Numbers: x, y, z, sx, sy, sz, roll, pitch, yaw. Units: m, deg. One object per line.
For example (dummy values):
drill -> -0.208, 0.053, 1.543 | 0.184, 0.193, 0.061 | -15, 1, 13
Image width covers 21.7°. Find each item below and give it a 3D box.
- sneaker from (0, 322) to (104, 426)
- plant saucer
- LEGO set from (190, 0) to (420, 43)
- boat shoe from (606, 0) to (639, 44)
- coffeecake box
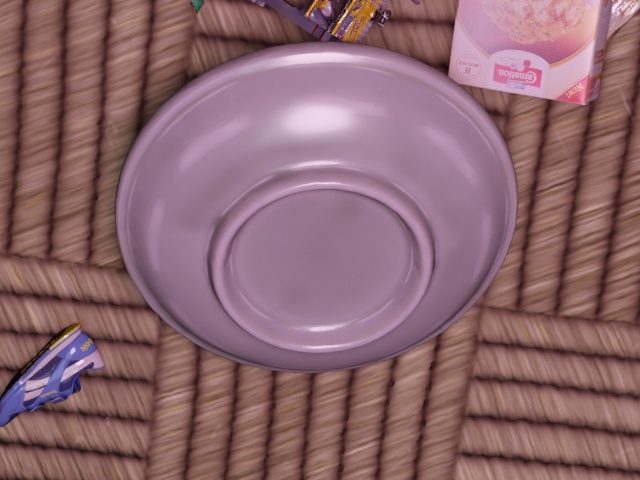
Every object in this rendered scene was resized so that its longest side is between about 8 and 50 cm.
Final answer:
sneaker -> -0.288, 0.152, 1.753 | 0.144, 0.053, 0.059 | -42, 103, 9
plant saucer -> 0.000, 0.000, 1.625 | 0.401, 0.100, 0.400 | -3, 127, -3
LEGO set -> 0.022, -0.311, 1.541 | 0.192, 0.255, 0.331 | 36, 89, 18
boat shoe -> 0.286, -0.235, 1.673 | 0.045, 0.050, 0.135 | 36, 100, -15
coffeecake box -> 0.211, -0.237, 1.639 | 0.142, 0.068, 0.185 | 11, 104, 18
